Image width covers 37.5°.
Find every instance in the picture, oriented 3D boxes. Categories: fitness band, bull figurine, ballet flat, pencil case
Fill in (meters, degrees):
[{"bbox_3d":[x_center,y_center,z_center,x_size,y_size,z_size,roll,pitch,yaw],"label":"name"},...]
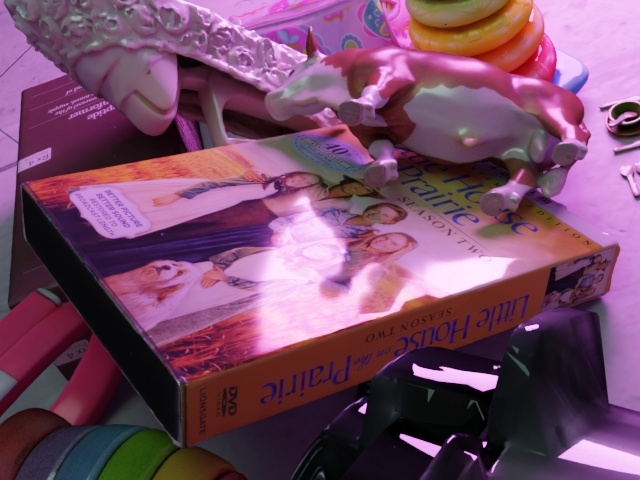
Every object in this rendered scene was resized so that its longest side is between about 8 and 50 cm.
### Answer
[{"bbox_3d":[-0.265,0.158,0.803,0.054,0.209,0.291,30,52,14],"label":"fitness band"},{"bbox_3d":[0.096,-0.114,0.860,0.310,0.101,0.188,7,32,3],"label":"bull figurine"},{"bbox_3d":[-0.118,-0.158,0.967,0.147,0.408,0.147,-37,46,51],"label":"ballet flat"},{"bbox_3d":[-0.021,-0.237,1.131,0.284,0.124,0.124,-8,45,28],"label":"pencil case"}]

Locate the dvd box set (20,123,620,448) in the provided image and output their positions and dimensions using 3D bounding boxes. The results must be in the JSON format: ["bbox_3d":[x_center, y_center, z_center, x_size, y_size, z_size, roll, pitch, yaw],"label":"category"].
[{"bbox_3d":[0.000,0.000,0.809,0.420,0.062,0.307,-14,36,-31],"label":"dvd box set"}]

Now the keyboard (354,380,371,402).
[{"bbox_3d":[0.060,0.086,0.854,0.100,0.038,0.192,-5,45,21],"label":"keyboard"}]

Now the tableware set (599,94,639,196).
[{"bbox_3d":[0.338,-0.109,0.927,0.104,0.024,0.154,-13,43,12],"label":"tableware set"}]

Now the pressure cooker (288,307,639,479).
[{"bbox_3d":[0.137,0.253,0.405,0.420,0.376,0.370,11,56,32],"label":"pressure cooker"}]

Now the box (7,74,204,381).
[{"bbox_3d":[-0.226,-0.050,1.050,0.191,0.143,0.381,-21,44,3],"label":"box"}]

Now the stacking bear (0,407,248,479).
[{"bbox_3d":[-0.109,0.229,0.704,0.288,0.164,0.175,8,10,17],"label":"stacking bear"}]

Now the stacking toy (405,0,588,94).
[{"bbox_3d":[0.143,-0.252,0.954,0.175,0.302,0.166,-36,44,-10],"label":"stacking toy"}]
